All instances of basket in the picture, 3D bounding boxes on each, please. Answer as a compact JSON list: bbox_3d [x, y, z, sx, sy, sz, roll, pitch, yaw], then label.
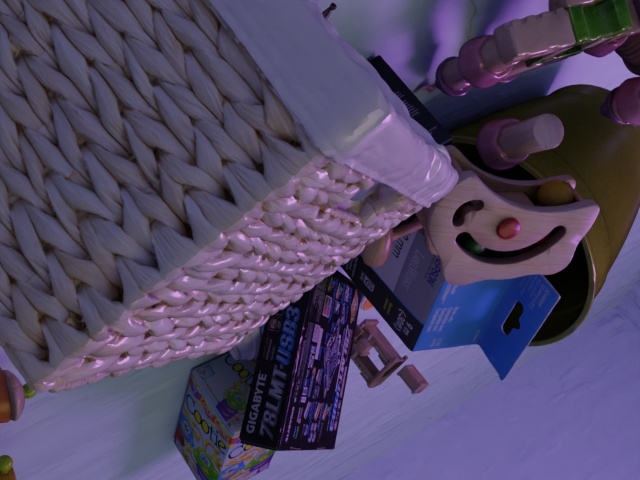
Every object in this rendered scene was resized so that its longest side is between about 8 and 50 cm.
[{"bbox_3d":[-0.110,-0.098,0.625,0.266,0.331,0.328,-41,168,10],"label":"basket"}]

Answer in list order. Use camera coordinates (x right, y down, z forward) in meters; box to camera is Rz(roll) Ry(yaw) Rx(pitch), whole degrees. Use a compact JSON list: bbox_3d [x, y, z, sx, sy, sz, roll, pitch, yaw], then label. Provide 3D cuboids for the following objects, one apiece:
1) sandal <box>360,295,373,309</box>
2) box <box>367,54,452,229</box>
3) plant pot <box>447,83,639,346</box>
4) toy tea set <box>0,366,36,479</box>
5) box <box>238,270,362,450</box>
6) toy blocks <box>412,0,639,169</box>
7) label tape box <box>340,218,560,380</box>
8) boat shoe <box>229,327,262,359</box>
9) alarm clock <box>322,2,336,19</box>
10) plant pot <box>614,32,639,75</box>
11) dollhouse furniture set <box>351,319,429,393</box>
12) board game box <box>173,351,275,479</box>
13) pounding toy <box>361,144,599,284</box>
[{"bbox_3d":[0.200,0.077,1.728,0.265,0.076,0.102,-28,154,-22],"label":"sandal"},{"bbox_3d":[0.082,-0.121,1.112,0.093,0.158,0.156,-31,156,-13],"label":"box"},{"bbox_3d":[0.361,-0.077,1.408,0.353,0.366,0.366,-36,159,-34],"label":"plant pot"},{"bbox_3d":[-0.409,0.309,1.141,0.124,0.200,0.336,-10,139,-33],"label":"toy tea set"},{"bbox_3d":[-0.019,0.189,1.402,0.293,0.073,0.295,37,63,-70],"label":"box"},{"bbox_3d":[0.291,-0.271,1.139,0.289,0.309,0.260,-18,-176,-16],"label":"toy blocks"},{"bbox_3d":[0.159,0.039,1.269,0.115,0.347,0.249,-26,153,-24],"label":"label tape box"},{"bbox_3d":[-0.150,0.104,1.271,0.096,0.098,0.277,-28,147,-16],"label":"boat shoe"},{"bbox_3d":[-0.057,-0.176,0.947,0.192,0.064,0.129,-29,155,-14],"label":"alarm clock"},{"bbox_3d":[0.464,-0.356,1.234,0.110,0.237,0.237,10,141,-8],"label":"plant pot"},{"bbox_3d":[0.103,0.265,1.793,0.101,0.182,0.161,-47,155,18],"label":"dollhouse furniture set"},{"bbox_3d":[-0.161,0.332,1.589,0.142,0.144,0.275,-22,151,-32],"label":"board game box"},{"bbox_3d":[0.182,-0.051,1.060,0.270,0.155,0.154,-6,125,-11],"label":"pounding toy"}]
